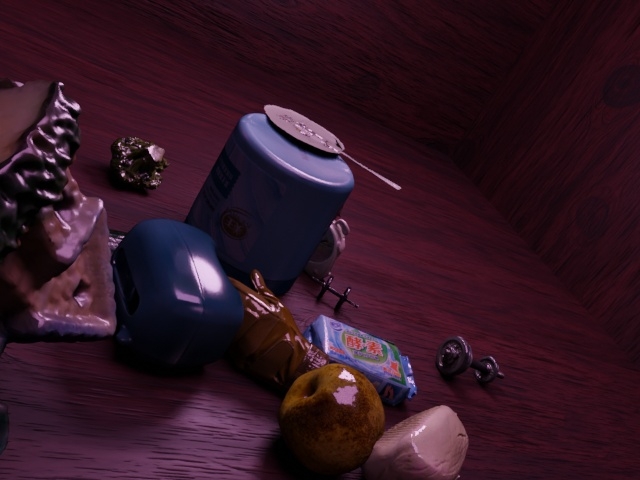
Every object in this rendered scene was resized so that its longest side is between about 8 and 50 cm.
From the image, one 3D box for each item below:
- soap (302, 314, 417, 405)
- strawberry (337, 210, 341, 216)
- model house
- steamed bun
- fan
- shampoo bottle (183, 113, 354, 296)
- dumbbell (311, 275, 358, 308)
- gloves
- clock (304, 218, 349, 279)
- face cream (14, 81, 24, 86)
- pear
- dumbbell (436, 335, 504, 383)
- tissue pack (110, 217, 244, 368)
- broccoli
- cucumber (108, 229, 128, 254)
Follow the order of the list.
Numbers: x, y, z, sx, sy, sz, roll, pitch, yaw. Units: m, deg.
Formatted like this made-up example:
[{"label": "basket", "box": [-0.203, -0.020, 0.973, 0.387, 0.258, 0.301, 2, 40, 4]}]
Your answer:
[{"label": "soap", "box": [0.089, 0.280, 1.451, 0.293, 0.077, 0.156, 24, 26, -19]}, {"label": "strawberry", "box": [-0.089, -0.156, 1.992, 0.336, 0.149, 0.265, 17, 34, -10]}, {"label": "model house", "box": [-0.461, 0.092, 0.746, 0.394, 0.400, 0.446, -2, 44, 8]}, {"label": "steamed bun", "box": [0.198, 0.430, 1.215, 0.238, 0.170, 0.153, -14, 71, -59]}, {"label": "fan", "box": [0.027, -0.238, 1.589, 0.414, 0.012, 0.233, 35, 24, 11]}, {"label": "shampoo bottle", "box": [-0.130, -0.092, 1.561, 0.331, 0.343, 0.331, 27, 25, -14]}, {"label": "dumbbell", "box": [0.038, 0.138, 1.663, 0.147, 0.069, 0.069, 33, 24, 0]}, {"label": "gloves", "box": [-0.127, 0.186, 1.284, 0.331, 0.154, 0.141, 42, 23, 3]}, {"label": "clock", "box": [0.000, 0.000, 1.726, 0.151, 0.191, 0.062, 42, 26, 18]}, {"label": "face cream", "box": [-0.715, -0.271, 1.493, 0.092, 0.092, 0.311, 9, 32, -41]}, {"label": "pear", "box": [0.026, 0.334, 1.148, 0.197, 0.197, 0.197, 27, 25, -14]}, {"label": "dumbbell", "box": [0.424, 0.342, 1.721, 0.254, 0.110, 0.110, 25, 25, -32]}, {"label": "tissue pack", "box": [-0.292, 0.095, 1.189, 0.206, 0.198, 0.287, 13, 34, -41]}, {"label": "broccoli", "box": [-0.470, -0.205, 1.623, 0.162, 0.137, 0.146, 13, 65, -55]}, {"label": "cucumber", "box": [-0.461, 0.009, 1.318, 0.115, 0.062, 0.116, 14, 32, -43]}]
